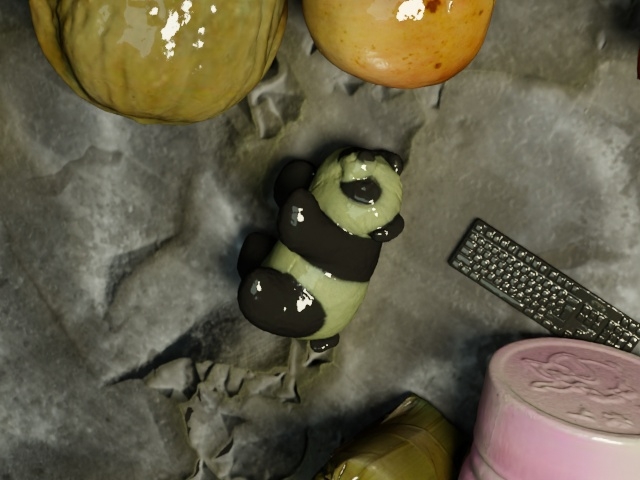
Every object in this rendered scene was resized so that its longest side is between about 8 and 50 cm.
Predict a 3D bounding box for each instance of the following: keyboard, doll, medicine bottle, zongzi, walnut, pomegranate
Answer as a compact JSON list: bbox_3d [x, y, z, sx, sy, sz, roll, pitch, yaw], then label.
[{"bbox_3d":[0.233,0.057,1.122,0.204,0.013,0.061,34,114,8],"label":"keyboard"},{"bbox_3d":[-0.001,0.001,1.131,0.135,0.143,0.234,20,111,-12],"label":"doll"},{"bbox_3d":[0.233,0.283,1.072,0.212,0.212,0.325,14,112,16],"label":"medicine bottle"},{"bbox_3d":[0.017,0.308,1.138,0.123,0.260,0.289,45,113,12],"label":"zongzi"},{"bbox_3d":[-0.150,-0.249,1.059,0.283,0.227,0.283,-4,105,-17],"label":"walnut"},{"bbox_3d":[0.072,-0.233,1.007,0.191,0.191,0.191,5,106,18],"label":"pomegranate"}]

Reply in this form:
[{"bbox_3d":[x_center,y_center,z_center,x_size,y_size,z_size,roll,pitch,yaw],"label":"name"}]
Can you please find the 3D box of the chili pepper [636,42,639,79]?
[{"bbox_3d":[0.400,-0.250,0.866,0.251,0.229,0.305,16,111,33],"label":"chili pepper"}]
